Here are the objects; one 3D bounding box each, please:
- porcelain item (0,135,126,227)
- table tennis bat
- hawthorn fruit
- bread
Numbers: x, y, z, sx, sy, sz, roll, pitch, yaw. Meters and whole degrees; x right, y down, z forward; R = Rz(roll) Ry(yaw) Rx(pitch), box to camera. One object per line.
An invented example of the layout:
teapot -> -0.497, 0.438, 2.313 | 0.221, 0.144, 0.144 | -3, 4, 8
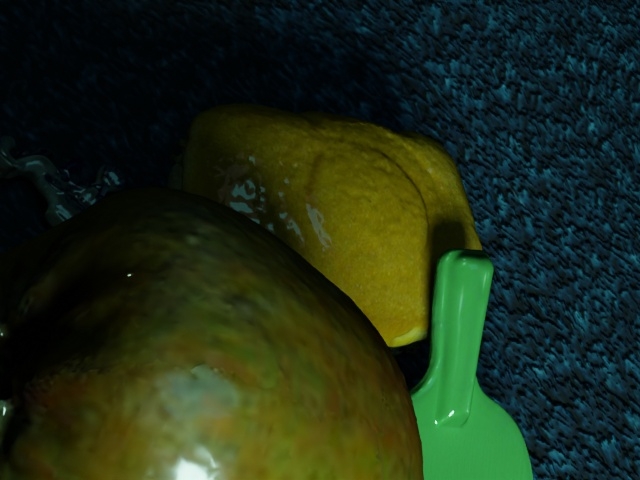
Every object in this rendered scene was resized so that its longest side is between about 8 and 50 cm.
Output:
porcelain item -> -0.156, -0.028, 0.997 | 0.136, 0.021, 0.075 | 45, 41, -4
table tennis bat -> 0.082, 0.133, 0.984 | 0.160, 0.039, 0.257 | 7, 90, -33
hawthorn fruit -> -0.068, 0.125, 0.795 | 0.300, 0.267, 0.268 | 24, 49, -39
bread -> 0.000, 0.000, 1.024 | 0.245, 0.121, 0.174 | 9, 56, -37
